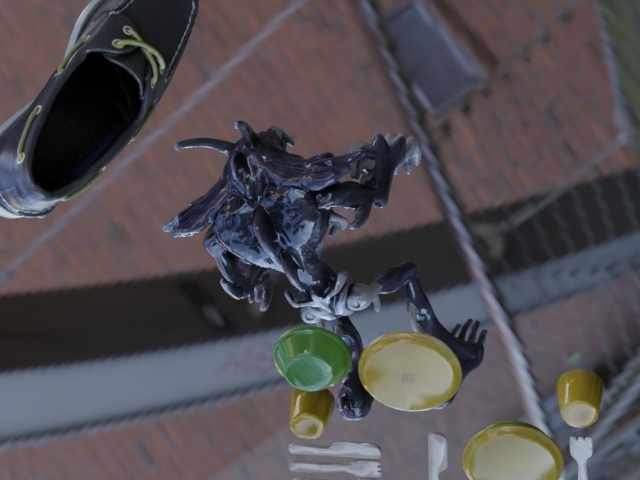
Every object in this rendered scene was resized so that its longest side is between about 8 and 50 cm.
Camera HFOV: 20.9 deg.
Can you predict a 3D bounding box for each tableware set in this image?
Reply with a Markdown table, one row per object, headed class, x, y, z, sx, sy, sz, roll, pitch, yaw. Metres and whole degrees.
| class | x | y | z | sx | sy | sz | roll | pitch | yaw |
| --- | --- | --- | --- | --- | --- | --- | --- | --- | --- |
| tableware set | 0.055 | 0.079 | 0.817 | 0.024 | 0.154 | 0.104 | -77 | -14 | -52 |

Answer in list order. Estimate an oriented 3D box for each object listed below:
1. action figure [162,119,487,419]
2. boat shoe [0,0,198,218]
| class | x | y | z | sx | sy | sz | roll | pitch | yaw |
| --- | --- | --- | --- | --- | --- | --- | --- | --- | --- |
| action figure | 0.000 | 0.000 | 1.224 | 0.275 | 0.164 | 0.141 | 55 | -155 | -30 |
| boat shoe | -0.146 | -0.106 | 1.200 | 0.069 | 0.228 | 0.081 | -4 | 135 | 52 |
